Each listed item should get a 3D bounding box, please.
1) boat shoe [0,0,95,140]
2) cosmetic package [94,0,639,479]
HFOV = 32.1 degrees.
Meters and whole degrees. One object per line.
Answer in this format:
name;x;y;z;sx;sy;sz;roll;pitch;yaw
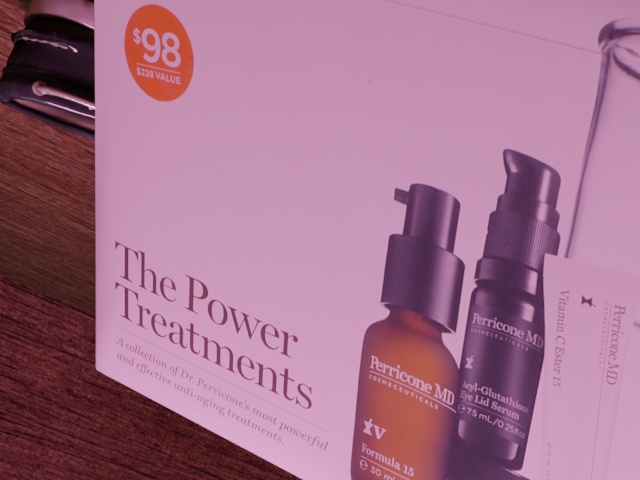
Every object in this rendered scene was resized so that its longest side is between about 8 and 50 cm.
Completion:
boat shoe;-0.111;-0.083;0.885;0.302;0.091;0.114;26;164;-24
cosmetic package;0.058;-0.006;0.508;0.377;0.284;0.097;21;-152;30
